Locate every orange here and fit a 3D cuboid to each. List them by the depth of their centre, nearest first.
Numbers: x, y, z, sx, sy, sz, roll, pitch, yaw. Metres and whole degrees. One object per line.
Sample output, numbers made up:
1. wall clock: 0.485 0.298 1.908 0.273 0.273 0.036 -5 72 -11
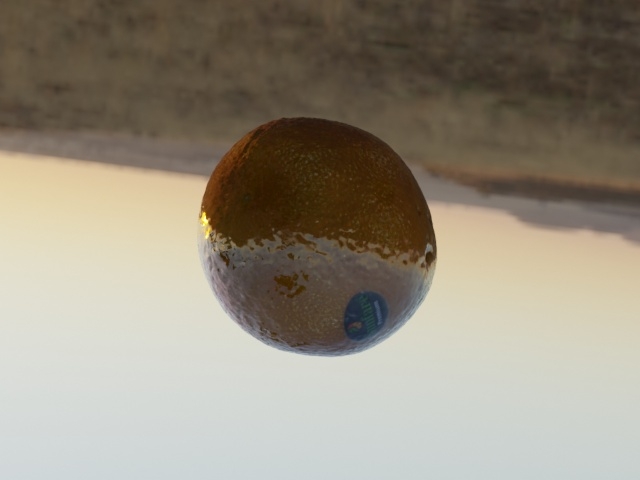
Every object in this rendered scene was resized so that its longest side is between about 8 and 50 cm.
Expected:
1. orange: 0.000 0.000 1.250 0.206 0.206 0.206 7 -178 0
